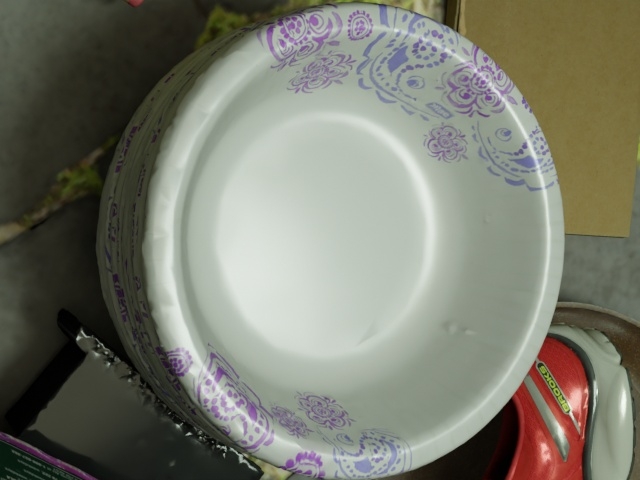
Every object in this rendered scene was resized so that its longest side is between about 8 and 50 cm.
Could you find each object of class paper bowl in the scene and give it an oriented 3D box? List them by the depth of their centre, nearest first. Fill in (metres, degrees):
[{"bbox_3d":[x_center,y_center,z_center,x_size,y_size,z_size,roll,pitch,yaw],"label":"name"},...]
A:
[{"bbox_3d":[0.000,0.000,0.841,0.284,0.148,0.284,0,91,-28],"label":"paper bowl"}]

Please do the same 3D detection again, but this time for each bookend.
[{"bbox_3d":[-0.148,0.156,0.847,0.156,0.072,0.157,42,80,-20],"label":"bookend"}]

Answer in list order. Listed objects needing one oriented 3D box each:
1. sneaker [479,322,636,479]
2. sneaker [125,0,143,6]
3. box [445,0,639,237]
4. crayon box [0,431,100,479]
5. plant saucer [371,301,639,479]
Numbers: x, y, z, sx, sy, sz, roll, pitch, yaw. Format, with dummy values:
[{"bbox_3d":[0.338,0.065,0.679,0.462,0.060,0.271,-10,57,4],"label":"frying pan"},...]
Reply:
[{"bbox_3d":[0.151,0.196,0.923,0.118,0.107,0.279,-3,94,-3],"label":"sneaker"},{"bbox_3d":[-0.132,-0.190,0.814,0.208,0.081,0.094,-6,100,-22],"label":"sneaker"},{"bbox_3d":[0.164,-0.105,0.973,0.164,0.021,0.201,3,94,-22],"label":"box"},{"bbox_3d":[-0.209,0.280,0.762,0.363,0.106,0.313,30,100,-16],"label":"crayon box"},{"bbox_3d":[0.158,0.196,0.988,0.310,0.050,0.311,-3,97,-23],"label":"plant saucer"}]
